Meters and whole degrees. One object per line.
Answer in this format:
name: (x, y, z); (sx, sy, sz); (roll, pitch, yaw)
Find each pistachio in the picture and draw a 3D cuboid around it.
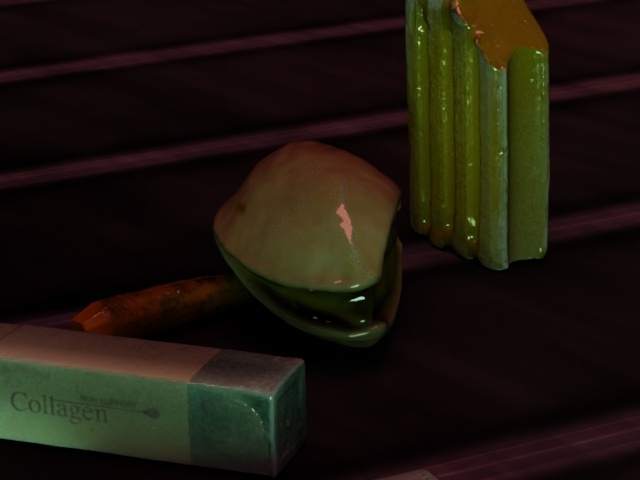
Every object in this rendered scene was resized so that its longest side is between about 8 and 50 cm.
pistachio: (0.000, 0.000, 1.566); (0.153, 0.138, 0.238); (-20, 30, -14)

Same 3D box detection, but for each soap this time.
soap: (0.136, -0.105, 1.702); (0.073, 0.232, 0.140); (-14, 23, -31)

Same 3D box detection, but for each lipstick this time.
lipstick: (-0.169, 0.106, 1.384); (0.317, 0.066, 0.068); (6, 21, 19)

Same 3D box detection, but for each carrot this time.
carrot: (-0.123, 0.054, 1.564); (0.171, 0.042, 0.042); (-14, 24, -36)

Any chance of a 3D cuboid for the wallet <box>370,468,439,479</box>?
wallet: (-0.022, 0.199, 1.119); (0.250, 0.075, 0.176); (-8, 15, -20)
